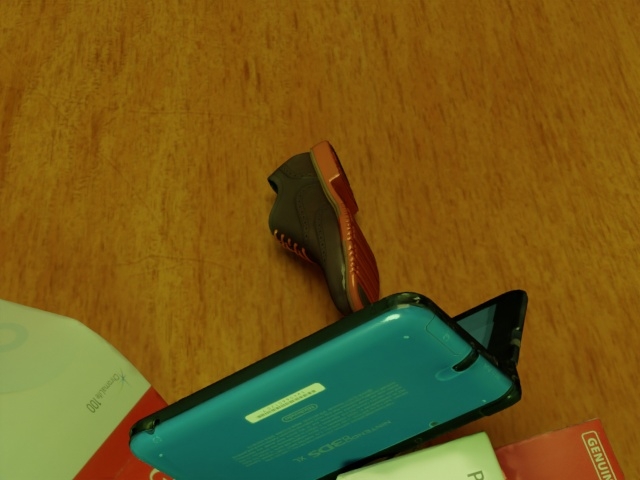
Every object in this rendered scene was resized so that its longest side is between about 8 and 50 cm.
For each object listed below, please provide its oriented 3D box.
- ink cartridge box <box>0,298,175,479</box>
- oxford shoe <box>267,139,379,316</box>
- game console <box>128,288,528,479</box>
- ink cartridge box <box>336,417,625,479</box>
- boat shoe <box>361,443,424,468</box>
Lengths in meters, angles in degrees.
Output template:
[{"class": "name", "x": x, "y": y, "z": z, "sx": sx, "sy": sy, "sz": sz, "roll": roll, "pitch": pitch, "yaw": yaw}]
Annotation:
[{"class": "ink cartridge box", "x": -0.251, "y": 0.185, "z": 1.206, "sx": 0.385, "sy": 0.091, "sz": 0.308, "roll": 12, "pitch": 27, "yaw": 14}, {"class": "oxford shoe", "x": 0.000, "y": 0.000, "z": 1.479, "sx": 0.098, "sy": 0.097, "sz": 0.271, "roll": -22, "pitch": 39, "yaw": 6}, {"class": "game console", "x": 0.015, "y": 0.108, "z": 1.146, "sx": 0.293, "sy": 0.250, "sz": 0.173, "roll": -28, "pitch": 46, "yaw": 22}, {"class": "ink cartridge box", "x": 0.177, "y": 0.301, "z": 1.081, "sx": 0.261, "sy": 0.066, "sz": 0.296, "roll": -14, "pitch": 65, "yaw": -12}, {"class": "boat shoe", "x": 0.028, "y": 0.257, "z": 1.195, "sx": 0.094, "sy": 0.109, "sz": 0.302, "roll": 43, "pitch": 51, "yaw": -4}]
